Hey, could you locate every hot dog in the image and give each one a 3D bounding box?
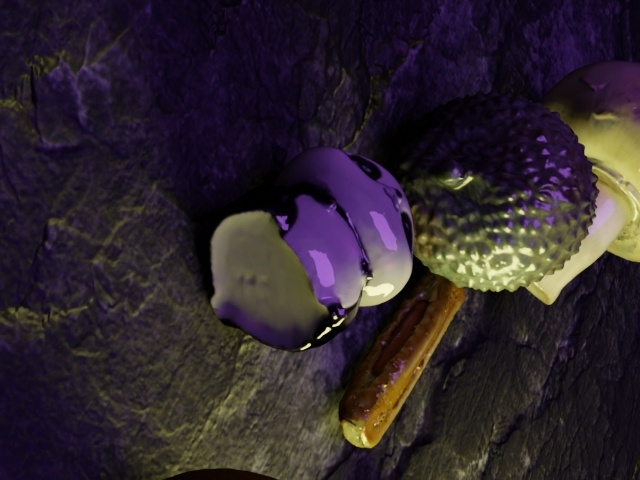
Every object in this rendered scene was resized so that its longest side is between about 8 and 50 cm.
[{"bbox_3d":[0.100,0.137,1.433,0.289,0.068,0.083,-53,149,-40],"label":"hot dog"}]

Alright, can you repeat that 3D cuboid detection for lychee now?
[{"bbox_3d":[0.218,-0.059,1.446,0.274,0.255,0.255,15,77,-63],"label":"lychee"}]

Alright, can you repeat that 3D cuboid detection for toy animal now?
[{"bbox_3d":[0.003,-0.001,1.250,0.235,0.165,0.187,-34,96,-41],"label":"toy animal"}]

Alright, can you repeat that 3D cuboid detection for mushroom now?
[{"bbox_3d":[0.429,-0.081,1.653,0.315,0.315,0.356,-11,134,-48],"label":"mushroom"}]

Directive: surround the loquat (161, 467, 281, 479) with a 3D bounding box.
[{"bbox_3d":[-0.073,0.343,1.069,0.276,0.284,0.276,-7,99,-46],"label":"loquat"}]
